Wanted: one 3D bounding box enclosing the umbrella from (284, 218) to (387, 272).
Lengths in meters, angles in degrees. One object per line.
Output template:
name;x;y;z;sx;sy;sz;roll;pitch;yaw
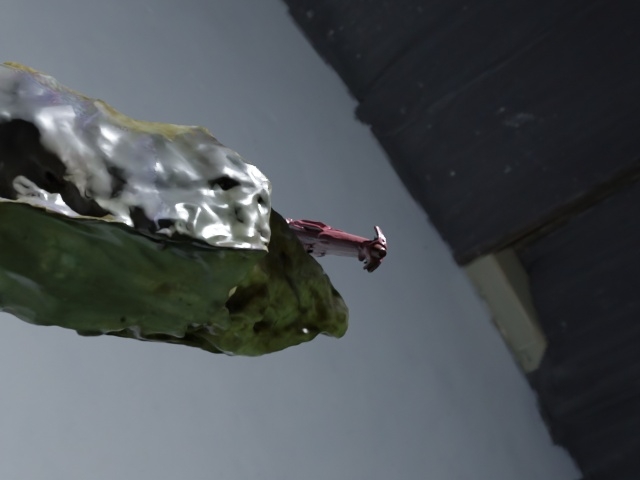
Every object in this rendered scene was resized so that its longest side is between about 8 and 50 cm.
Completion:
umbrella;0.000;0.000;0.739;0.027;0.165;0.025;-40;113;-20

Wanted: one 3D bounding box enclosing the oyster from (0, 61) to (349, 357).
oyster;-0.126;-0.018;0.531;0.341;0.110;0.166;21;31;-14
